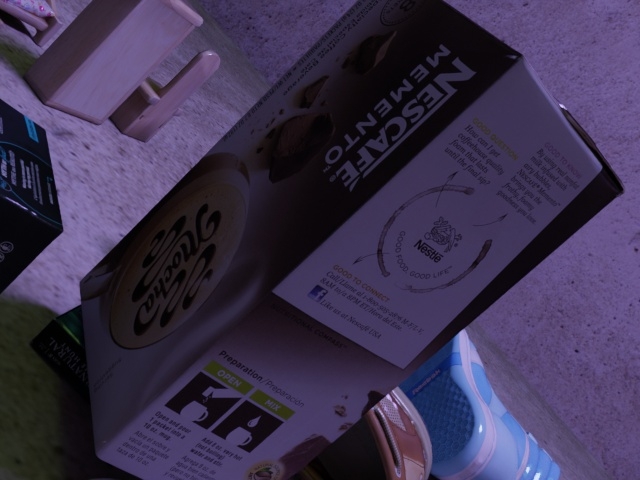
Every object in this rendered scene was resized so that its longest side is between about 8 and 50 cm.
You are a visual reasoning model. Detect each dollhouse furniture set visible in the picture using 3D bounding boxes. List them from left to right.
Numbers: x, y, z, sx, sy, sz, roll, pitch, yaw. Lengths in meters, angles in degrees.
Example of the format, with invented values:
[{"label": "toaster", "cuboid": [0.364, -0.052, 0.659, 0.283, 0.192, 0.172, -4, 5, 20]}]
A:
[{"label": "dollhouse furniture set", "cuboid": [-0.311, -0.322, 0.926, 0.355, 0.174, 0.303, 51, 10, 16]}]

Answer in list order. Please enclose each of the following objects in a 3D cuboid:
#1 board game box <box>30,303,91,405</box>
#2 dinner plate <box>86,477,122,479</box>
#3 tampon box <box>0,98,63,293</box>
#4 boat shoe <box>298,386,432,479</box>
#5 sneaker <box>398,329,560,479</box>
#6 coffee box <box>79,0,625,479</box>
[{"label": "board game box", "cuboid": [-0.101, 0.114, 0.556, 0.186, 0.026, 0.126, 47, 10, -1]}, {"label": "dinner plate", "cuboid": [-0.084, 0.182, 0.401, 0.141, 0.017, 0.141, 46, 11, -11]}, {"label": "tampon box", "cuboid": [-0.230, -0.041, 0.400, 0.161, 0.101, 0.120, 38, 13, -38]}, {"label": "boat shoe", "cuboid": [-0.025, 0.099, 0.673, 0.324, 0.122, 0.120, 47, 13, 4]}, {"label": "sneaker", "cuboid": [0.212, 0.246, 1.079, 0.208, 0.127, 0.319, 42, 21, -18]}, {"label": "coffee box", "cuboid": [0.000, 0.000, 0.485, 0.119, 0.297, 0.168, 39, 13, -35]}]
